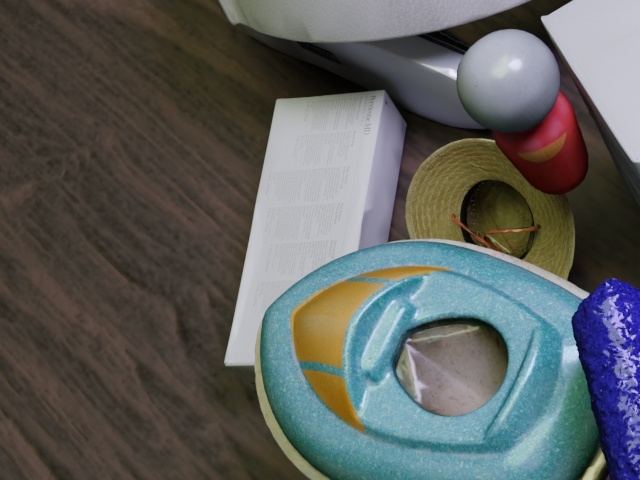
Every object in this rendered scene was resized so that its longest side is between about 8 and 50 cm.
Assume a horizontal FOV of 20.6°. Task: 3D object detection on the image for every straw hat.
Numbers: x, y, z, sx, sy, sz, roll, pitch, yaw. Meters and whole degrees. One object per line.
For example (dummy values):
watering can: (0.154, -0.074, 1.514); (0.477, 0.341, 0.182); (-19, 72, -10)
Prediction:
straw hat: (0.137, -0.017, 1.318); (0.145, 0.144, 0.061); (6, 23, 28)

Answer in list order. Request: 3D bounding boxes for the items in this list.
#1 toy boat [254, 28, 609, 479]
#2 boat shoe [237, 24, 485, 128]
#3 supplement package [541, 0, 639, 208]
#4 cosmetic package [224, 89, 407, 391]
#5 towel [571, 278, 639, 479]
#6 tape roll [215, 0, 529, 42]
toy boat: (0.088, 0.025, 1.130); (0.268, 0.148, 0.318); (11, 68, 31)
boat shoe: (0.050, -0.182, 1.443); (0.301, 0.108, 0.102); (27, 76, 42)
supplement package: (0.292, -0.099, 1.211); (0.194, 0.203, 0.149); (-30, 54, 7)
cosmetic package: (0.000, 0.000, 1.379); (0.099, 0.060, 0.239); (-3, 61, 26)
towel: (0.252, 0.177, 0.999); (0.076, 0.228, 0.308); (-26, 66, 29)
tape roll: (0.083, -0.289, 1.417); (0.392, 0.072, 0.392); (-14, 35, 10)
